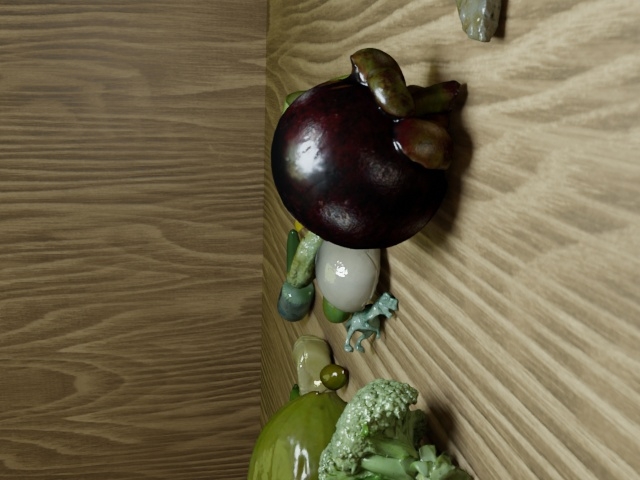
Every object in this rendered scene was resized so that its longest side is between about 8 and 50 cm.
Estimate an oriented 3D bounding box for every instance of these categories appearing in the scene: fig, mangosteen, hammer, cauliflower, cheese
[{"bbox_3d":[-0.005,0.519,1.369,0.343,0.344,0.342,179,90,-77],"label":"fig"},{"bbox_3d":[0.084,-0.151,1.003,0.347,0.307,0.306,-50,34,27],"label":"mangosteen"},{"bbox_3d":[0.042,0.377,1.662,0.088,0.074,0.073,-31,58,45],"label":"fig"},{"bbox_3d":[-0.089,0.110,2.144,0.206,0.119,0.335,113,160,-59],"label":"hammer"},{"bbox_3d":[0.129,0.390,1.006,0.250,0.275,0.272,14,70,41],"label":"cauliflower"},{"bbox_3d":[-0.024,0.409,1.860,0.214,0.118,0.225,-159,64,-83],"label":"cheese"}]

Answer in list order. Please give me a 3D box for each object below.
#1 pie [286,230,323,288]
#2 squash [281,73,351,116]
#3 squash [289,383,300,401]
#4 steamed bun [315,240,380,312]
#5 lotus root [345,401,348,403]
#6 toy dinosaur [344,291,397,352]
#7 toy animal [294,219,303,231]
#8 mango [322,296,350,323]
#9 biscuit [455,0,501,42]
[{"bbox_3d":[0.000,0.000,1.545,0.276,0.079,0.277,-59,-9,-14],"label":"pie"},{"bbox_3d":[0.013,-0.315,1.394,0.220,0.220,0.133,-110,20,-55],"label":"squash"},{"bbox_3d":[-0.034,0.556,1.938,0.379,0.102,0.101,-154,63,-71],"label":"squash"},{"bbox_3d":[0.055,0.049,1.353,0.177,0.131,0.228,117,163,-47],"label":"steamed bun"},{"bbox_3d":[0.031,0.540,1.609,0.138,0.119,0.234,-126,34,-68],"label":"lotus root"},{"bbox_3d":[0.084,0.220,1.410,0.129,0.076,0.383,-63,8,-25],"label":"toy dinosaur"},{"bbox_3d":[-0.018,-0.110,1.723,0.230,0.156,0.155,153,115,-72],"label":"toy animal"},{"bbox_3d":[0.051,0.125,1.581,0.122,0.086,0.190,98,179,-72],"label":"mango"},{"bbox_3d":[0.226,-0.425,0.852,0.141,0.038,0.289,-138,49,-73],"label":"biscuit"}]
